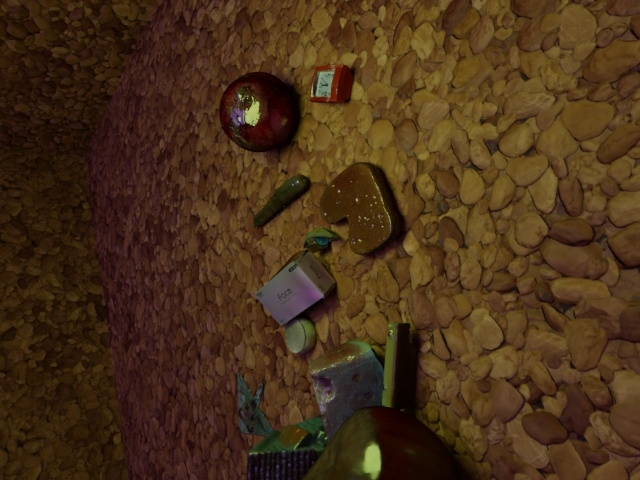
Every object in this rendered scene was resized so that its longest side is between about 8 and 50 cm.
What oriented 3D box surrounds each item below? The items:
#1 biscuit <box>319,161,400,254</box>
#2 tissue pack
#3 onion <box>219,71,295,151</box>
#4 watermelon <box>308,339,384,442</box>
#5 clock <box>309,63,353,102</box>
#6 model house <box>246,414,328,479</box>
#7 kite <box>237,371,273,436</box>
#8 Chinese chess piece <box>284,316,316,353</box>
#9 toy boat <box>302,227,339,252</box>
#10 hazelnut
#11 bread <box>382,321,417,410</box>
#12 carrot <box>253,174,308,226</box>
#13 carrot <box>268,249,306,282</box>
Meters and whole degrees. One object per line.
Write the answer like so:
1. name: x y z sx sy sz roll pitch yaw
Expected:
1. biscuit: 0.111 -0.079 1.431 0.262 0.052 0.277 -45 57 43
2. tissue pack: -0.083 0.157 1.565 0.148 0.092 0.246 49 130 -1
3. onion: -0.218 -0.440 1.671 0.276 0.276 0.276 -3 86 48
4. watermelon: 0.060 0.416 1.356 0.148 0.226 0.318 -120 48 -76
5. clock: 0.032 -0.490 1.535 0.155 0.061 0.113 23 105 50
6. model house: -0.075 0.715 1.389 0.297 0.339 0.360 1 88 50
7. kite: -0.265 0.641 1.849 0.323 0.013 0.268 49 123 38
8. Chinese chess piece: -0.067 0.313 1.613 0.122 0.051 0.122 -1 89 50
9. toy boat: 0.000 0.000 1.539 0.172 0.065 0.066 -25 56 54
10. hazelnut: 0.134 0.606 1.144 0.359 0.359 0.409 45 113 40
11. bread: 0.209 0.324 1.272 0.049 0.088 0.226 6 92 51
12. carrot: -0.157 -0.135 1.728 0.342 0.070 0.070 -35 62 44
13. carrot: -0.100 0.102 1.649 0.225 0.067 0.067 -44 57 41
